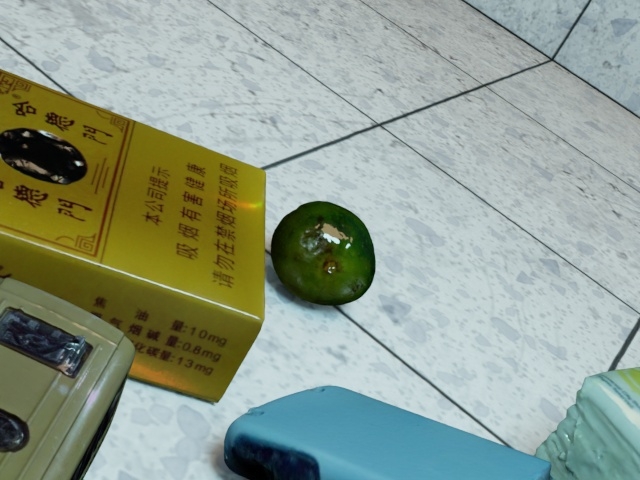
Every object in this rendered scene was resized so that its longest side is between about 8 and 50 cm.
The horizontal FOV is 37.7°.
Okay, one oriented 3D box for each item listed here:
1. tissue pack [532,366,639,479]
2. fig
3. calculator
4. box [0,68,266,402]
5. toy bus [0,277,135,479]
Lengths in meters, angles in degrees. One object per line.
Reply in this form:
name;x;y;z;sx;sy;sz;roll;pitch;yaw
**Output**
tissue pack;0.425;0.261;0.946;0.388;0.162;0.287;-2;45;-42
fig;0.000;0.000;1.046;0.117;0.117;0.177;22;20;-13
calculator;0.056;0.182;0.749;0.293;0.051;0.173;15;13;33
box;-0.257;-0.031;0.844;0.415;0.116;0.264;21;32;-16
toy bus;-0.217;0.155;0.548;0.139;0.157;0.289;27;29;-4
